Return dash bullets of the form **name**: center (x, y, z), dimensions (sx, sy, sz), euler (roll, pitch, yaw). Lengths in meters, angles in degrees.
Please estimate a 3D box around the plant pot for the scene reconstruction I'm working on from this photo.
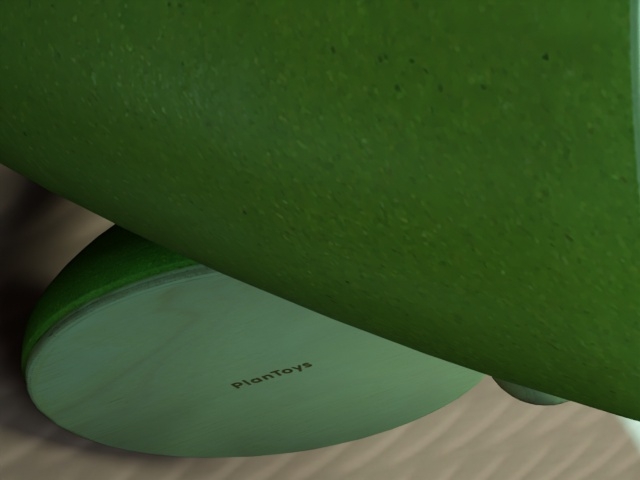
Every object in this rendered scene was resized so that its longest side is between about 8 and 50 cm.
- **plant pot**: center (0.003, -0.093, 0.558), dimensions (0.275, 0.293, 0.275), euler (-18, 111, -60)

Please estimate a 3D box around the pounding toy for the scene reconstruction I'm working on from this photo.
- **pounding toy**: center (0.000, 0.000, 0.725), dimensions (0.237, 0.110, 0.183), euler (-5, 153, -4)
